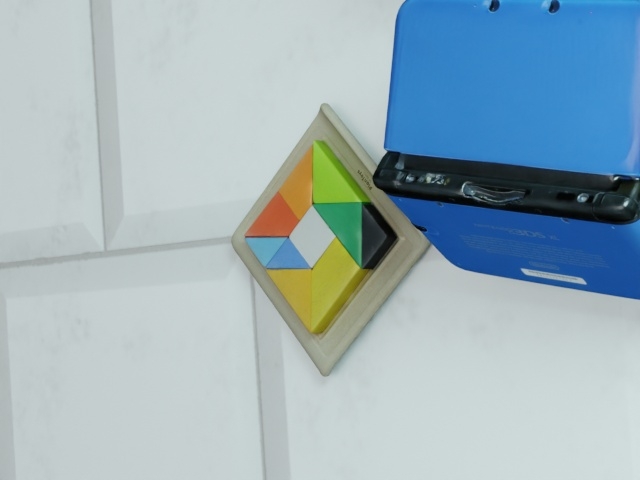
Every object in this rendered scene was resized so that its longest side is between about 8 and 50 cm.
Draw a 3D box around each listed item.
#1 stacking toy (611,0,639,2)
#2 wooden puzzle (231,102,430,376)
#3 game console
[{"bbox_3d":[0.300,-0.125,1.491,0.309,0.130,0.279,-3,115,48],"label":"stacking toy"},{"bbox_3d":[0.000,0.000,1.802,0.221,0.044,0.239,53,126,30],"label":"wooden puzzle"},{"bbox_3d":[0.211,-0.085,1.487,0.293,0.250,0.173,10,65,43],"label":"game console"}]
